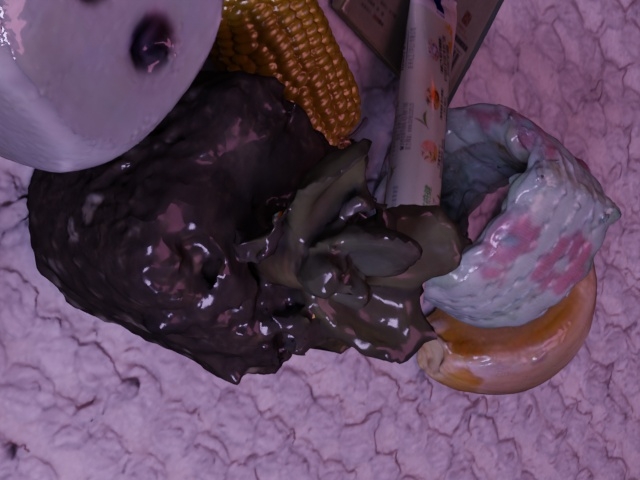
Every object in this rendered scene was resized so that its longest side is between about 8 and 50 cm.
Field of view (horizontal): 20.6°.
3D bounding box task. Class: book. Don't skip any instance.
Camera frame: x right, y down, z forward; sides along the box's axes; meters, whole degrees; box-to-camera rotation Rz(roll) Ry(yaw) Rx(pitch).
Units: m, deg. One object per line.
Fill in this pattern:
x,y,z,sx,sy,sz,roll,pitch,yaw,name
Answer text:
0.127,-0.283,1.658,0.215,0.025,0.283,42,72,-48,book

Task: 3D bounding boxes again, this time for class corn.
-0.051,-0.187,1.427,0.106,0.106,0.305,-48,134,-27,corn

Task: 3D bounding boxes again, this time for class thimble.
0.162,-0.024,1.649,0.149,0.211,0.185,30,51,-48,thimble

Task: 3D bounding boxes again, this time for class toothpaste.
0.089,-0.087,1.589,0.058,0.056,0.314,122,-24,-72,toothpaste

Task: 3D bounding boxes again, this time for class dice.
-0.195,-0.173,1.198,0.194,0.193,0.192,-54,138,-19,dice

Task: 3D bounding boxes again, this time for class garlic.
0.200,0.052,1.797,0.164,0.145,0.245,35,72,-17,garlic

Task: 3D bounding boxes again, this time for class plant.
-0.056,-0.004,1.327,0.213,0.312,0.215,-58,141,-12,plant

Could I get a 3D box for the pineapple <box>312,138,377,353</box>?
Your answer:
0.000,0.000,1.564,0.108,0.108,0.198,15,80,-50,pineapple
